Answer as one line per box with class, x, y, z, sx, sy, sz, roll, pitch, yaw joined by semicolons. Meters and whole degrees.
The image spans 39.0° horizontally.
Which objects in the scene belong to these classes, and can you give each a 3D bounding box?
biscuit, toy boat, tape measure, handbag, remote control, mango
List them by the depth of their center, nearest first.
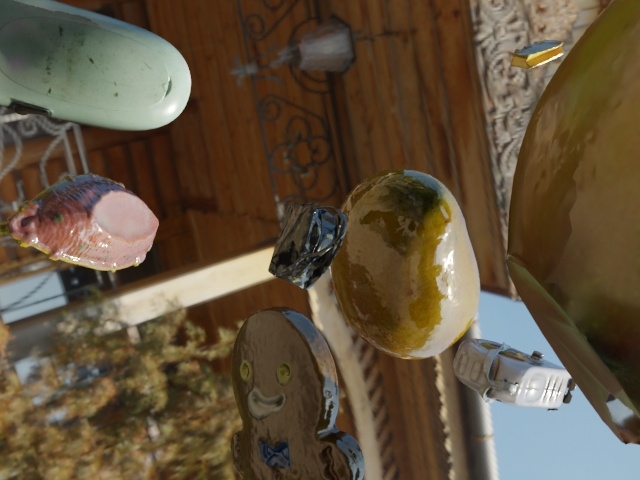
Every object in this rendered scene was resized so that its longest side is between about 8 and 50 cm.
remote control;-0.232;-0.150;0.731;0.045;0.256;0.097;-161;-98;-82
biscuit;-0.031;0.178;0.825;0.180;0.039;0.236;-13;-97;50
handbag;0.000;0.000;1.227;0.139;0.072;0.115;-19;-131;59
toy boat;-0.307;-0.023;1.268;0.099;0.318;0.141;-10;-95;22
mango;0.136;0.035;1.479;0.264;0.221;0.378;33;-33;28
handbag;0.380;-0.330;1.589;0.061;0.083;0.027;32;-38;59
tape measure;0.367;0.264;1.817;0.197;0.236;0.120;24;-80;47

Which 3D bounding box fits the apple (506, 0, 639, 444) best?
apple;0.296;-0.001;0.489;0.384;0.374;0.374;51;-38;20
